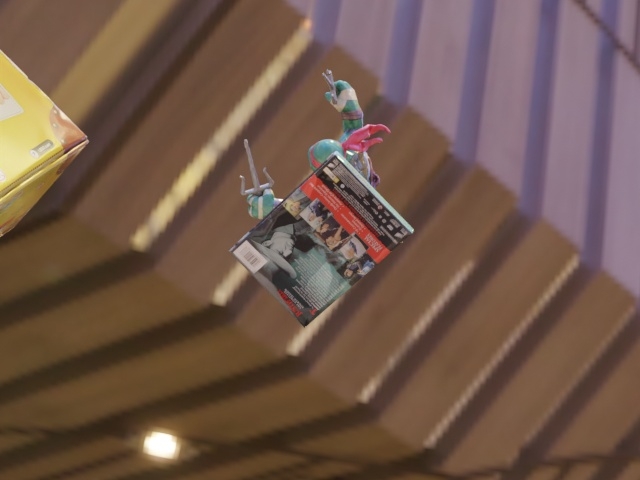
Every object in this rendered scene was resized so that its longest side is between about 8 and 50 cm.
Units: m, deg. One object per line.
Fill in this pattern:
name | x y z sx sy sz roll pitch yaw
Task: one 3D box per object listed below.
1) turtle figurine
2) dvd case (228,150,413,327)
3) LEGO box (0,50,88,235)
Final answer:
turtle figurine | 0.004 -0.069 2.058 0.118 0.175 0.234 41 -13 24
dvd case | 0.000 0.000 1.469 0.087 0.013 0.119 45 -70 -6
LEGO box | -0.554 -0.110 2.187 0.372 0.500 0.193 45 -60 0
